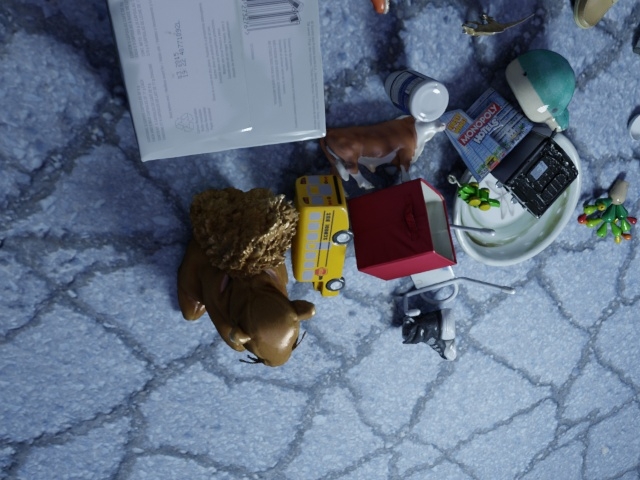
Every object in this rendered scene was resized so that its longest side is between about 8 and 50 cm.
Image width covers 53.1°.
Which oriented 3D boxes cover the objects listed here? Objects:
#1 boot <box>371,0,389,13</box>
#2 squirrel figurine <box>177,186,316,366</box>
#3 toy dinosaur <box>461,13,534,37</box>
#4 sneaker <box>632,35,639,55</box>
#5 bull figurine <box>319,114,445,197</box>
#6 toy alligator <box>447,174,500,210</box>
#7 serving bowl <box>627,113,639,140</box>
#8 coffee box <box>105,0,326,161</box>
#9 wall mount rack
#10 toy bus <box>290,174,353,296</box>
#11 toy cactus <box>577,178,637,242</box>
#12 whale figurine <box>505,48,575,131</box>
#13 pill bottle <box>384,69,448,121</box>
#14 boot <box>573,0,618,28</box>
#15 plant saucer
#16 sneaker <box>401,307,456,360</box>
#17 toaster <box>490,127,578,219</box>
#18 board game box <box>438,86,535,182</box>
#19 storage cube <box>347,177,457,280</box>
[{"bbox_3d":[0.092,-0.555,1.385,0.085,0.059,0.158,-29,114,-3],"label":"boot"},{"bbox_3d":[-0.166,0.080,1.406,0.281,0.370,0.397,-12,119,-16],"label":"squirrel figurine"},{"bbox_3d":[0.404,-0.502,1.513,0.183,0.092,0.053,-14,120,-15],"label":"toy dinosaur"},{"bbox_3d":[0.988,-0.549,1.724,0.297,0.111,0.129,-2,110,-22],"label":"sneaker"},{"bbox_3d":[0.154,-0.213,1.533,0.310,0.101,0.188,-9,80,-10],"label":"bull figurine"},{"bbox_3d":[0.371,-0.115,1.604,0.190,0.056,0.051,22,146,-29],"label":"toy alligator"},{"bbox_3d":[0.920,-0.330,1.849,0.083,0.027,0.083,-10,118,-18],"label":"serving bowl"},{"bbox_3d":[-0.207,-0.376,1.183,0.338,0.334,0.337,-11,120,-15],"label":"coffee box"},{"bbox_3d":[0.333,0.066,1.706,0.304,0.130,0.350,-18,124,16],"label":"wall mount rack"},{"bbox_3d":[0.000,0.000,1.533,0.130,0.108,0.332,-3,139,-9],"label":"toy bus"},{"bbox_3d":[0.876,-0.094,1.917,0.219,0.112,0.180,18,98,-20],"label":"toy cactus"},{"bbox_3d":[0.569,-0.369,1.583,0.141,0.216,0.272,-33,149,27],"label":"whale figurine"},{"bbox_3d":[0.213,-0.339,1.471,0.094,0.169,0.094,-9,118,-17],"label":"pill bottle"},{"bbox_3d":[0.744,-0.621,1.526,0.095,0.203,0.262,29,100,-30],"label":"boot"},{"bbox_3d":[0.518,-0.127,1.744,0.400,0.100,0.400,-9,119,-18],"label":"plant saucer"},{"bbox_3d":[0.316,0.275,1.867,0.153,0.101,0.268,-2,148,12],"label":"sneaker"},{"bbox_3d":[0.536,-0.175,1.602,0.168,0.110,0.185,36,99,-33],"label":"toaster"},{"bbox_3d":[0.386,-0.276,1.570,0.194,0.060,0.194,44,100,8],"label":"board game box"},{"bbox_3d":[0.196,-0.021,1.541,0.193,0.183,0.215,-16,163,25],"label":"storage cube"}]
